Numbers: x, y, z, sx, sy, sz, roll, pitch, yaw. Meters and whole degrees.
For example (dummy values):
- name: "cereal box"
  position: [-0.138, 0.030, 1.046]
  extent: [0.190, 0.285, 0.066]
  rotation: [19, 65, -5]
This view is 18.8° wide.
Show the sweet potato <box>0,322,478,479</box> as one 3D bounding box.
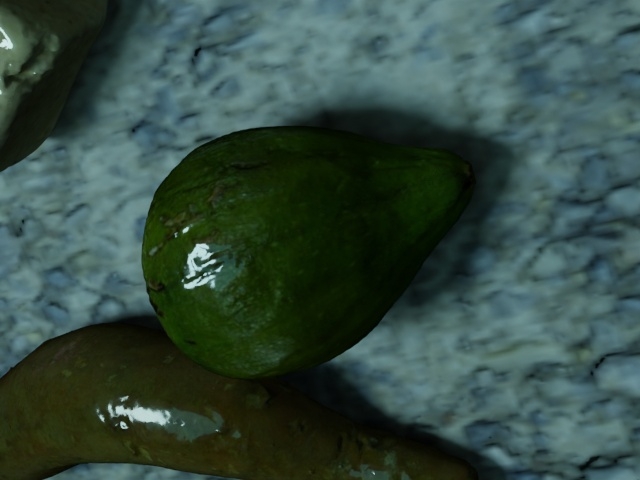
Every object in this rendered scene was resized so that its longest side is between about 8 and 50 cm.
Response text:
- name: "sweet potato"
  position: [-0.085, 0.095, 1.036]
  extent: [0.346, 0.079, 0.108]
  rotation: [1, 141, 26]

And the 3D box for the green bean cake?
- name: "green bean cake"
  position: [-0.207, -0.125, 0.989]
  extent: [0.179, 0.085, 0.109]
  rotation: [41, 123, 7]

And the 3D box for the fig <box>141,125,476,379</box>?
- name: "fig"
  position: [0.000, 0.000, 0.923]
  extent: [0.156, 0.123, 0.123]
  rotation: [-11, 107, 19]
